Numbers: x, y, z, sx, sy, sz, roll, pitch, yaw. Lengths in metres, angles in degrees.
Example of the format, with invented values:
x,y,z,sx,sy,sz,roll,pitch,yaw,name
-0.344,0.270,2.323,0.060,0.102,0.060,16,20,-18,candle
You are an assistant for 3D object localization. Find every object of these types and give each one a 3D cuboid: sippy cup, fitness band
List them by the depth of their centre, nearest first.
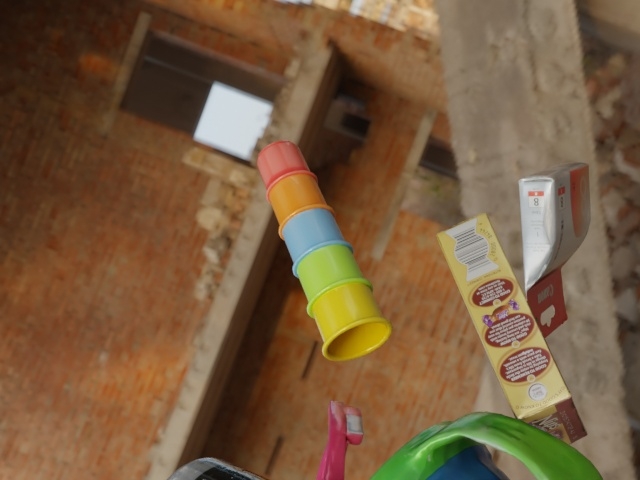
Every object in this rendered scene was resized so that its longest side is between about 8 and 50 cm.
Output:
x,y,z,sx,sy,sz,roll,pitch,yaw,name
0.130,0.305,0.961,0.240,0.224,0.305,-45,-27,-20,sippy cup
0.020,0.373,1.867,0.291,0.054,0.209,-83,5,-82,fitness band

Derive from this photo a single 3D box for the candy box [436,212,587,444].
x,y,z,sx,sy,sz,roll,pitch,yaw,name
0.164,0.081,1.014,0.187,0.053,0.109,68,-173,32,candy box

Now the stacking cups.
x,y,z,sx,sy,sz,roll,pitch,yaw,name
0.000,0.000,1.543,0.096,0.096,0.316,107,148,-53,stacking cups

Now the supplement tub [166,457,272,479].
x,y,z,sx,sy,sz,roll,pitch,yaw,name
-0.067,0.419,1.546,0.193,0.316,0.193,-19,-65,-47,supplement tub

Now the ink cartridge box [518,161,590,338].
x,y,z,sx,sy,sz,roll,pitch,yaw,name
0.255,0.013,1.253,0.145,0.045,0.179,-20,-75,-62,ink cartridge box
